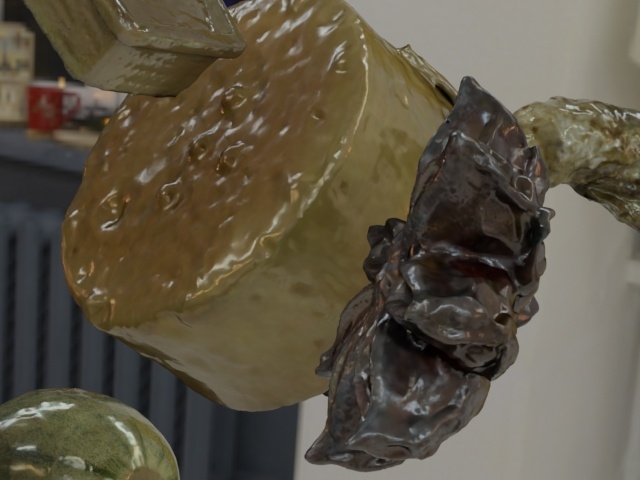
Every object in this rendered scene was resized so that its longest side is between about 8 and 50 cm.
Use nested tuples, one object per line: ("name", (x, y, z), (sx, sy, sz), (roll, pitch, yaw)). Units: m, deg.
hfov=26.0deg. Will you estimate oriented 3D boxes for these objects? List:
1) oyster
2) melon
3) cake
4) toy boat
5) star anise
("oyster", (0.264, -0.064, 1.084), (0.166, 0.094, 0.294), (38, 24, 20))
("melon", (-0.299, 0.294, 1.598), (0.248, 0.248, 0.329), (-8, -5, -42))
("cake", (0.004, 0.004, 1.124), (0.321, 0.332, 0.332), (37, -9, -37))
("toy boat", (-0.136, -0.172, 0.844), (0.116, 0.061, 0.188), (-2, 55, -54))
("star anise", (0.077, 0.030, 0.814), (0.109, 0.236, 0.223), (20, -17, -2))
